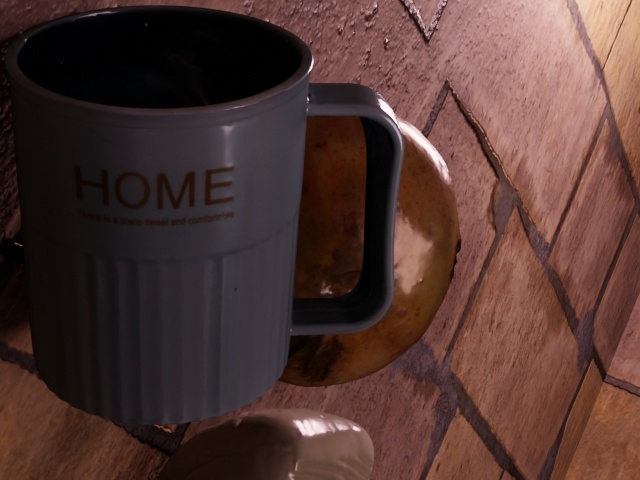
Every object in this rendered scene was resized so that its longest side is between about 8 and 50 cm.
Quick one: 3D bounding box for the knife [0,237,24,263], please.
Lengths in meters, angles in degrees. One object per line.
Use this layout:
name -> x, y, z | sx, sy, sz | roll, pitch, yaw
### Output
knife -> -0.259, 0.019, 1.427 | 0.023, 0.010, 0.170 | -64, 156, -1

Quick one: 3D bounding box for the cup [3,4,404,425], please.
cup -> -0.116, -0.032, 1.354 | 0.331, 0.257, 0.311 | -17, 124, -34

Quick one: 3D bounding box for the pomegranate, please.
pomegranate -> 0.000, 0.000, 1.602 | 0.322, 0.322, 0.322 | -43, 142, -45

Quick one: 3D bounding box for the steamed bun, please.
steamed bun -> -0.101, 0.372, 1.734 | 0.247, 0.236, 0.384 | 9, 92, -55
